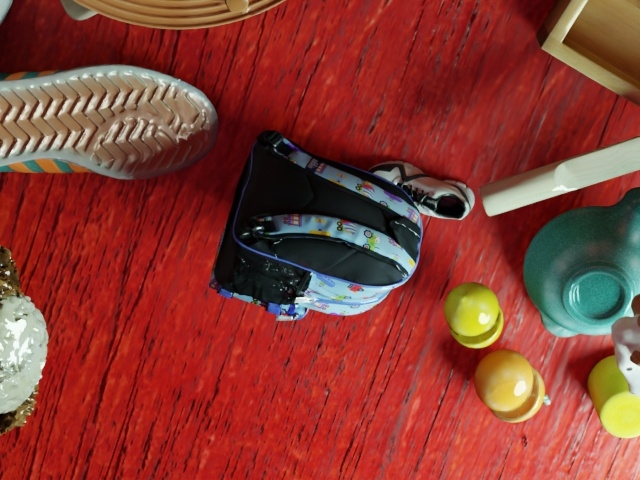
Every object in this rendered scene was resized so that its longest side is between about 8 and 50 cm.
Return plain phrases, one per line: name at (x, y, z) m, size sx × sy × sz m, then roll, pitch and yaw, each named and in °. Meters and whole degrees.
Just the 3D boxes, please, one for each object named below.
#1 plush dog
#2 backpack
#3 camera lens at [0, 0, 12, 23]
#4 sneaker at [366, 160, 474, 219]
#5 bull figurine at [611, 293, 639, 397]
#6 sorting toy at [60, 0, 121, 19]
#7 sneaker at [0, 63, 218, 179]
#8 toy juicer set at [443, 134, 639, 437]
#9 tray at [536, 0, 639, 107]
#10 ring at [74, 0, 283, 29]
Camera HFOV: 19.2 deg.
plush dog at (-0.362, 0.110, 1.764) m, size 0.225 × 0.210 × 0.262 m, roll -17°, pitch 130°, yaw -23°
backpack at (0.000, 0.000, 1.740) m, size 0.173 × 0.158 × 0.117 m, roll 17°, pitch 135°, yaw -7°
camera lens at (-0.383, -0.232, 1.620) m, size 0.219 × 0.274 × 0.219 m, roll 0°, pitch 107°, yaw 1°
sneaker at (0.093, -0.046, 1.782) m, size 0.109 × 0.044 × 0.040 m, roll 12°, pitch 109°, yaw 0°
bull figurine at (0.395, 0.030, 1.681) m, size 0.188 × 0.101 × 0.310 m, roll 29°, pitch 99°, yaw -12°
sorting toy at (-0.185, -0.330, 1.707) m, size 0.193 × 0.038 × 0.208 m, roll -25°, pitch 102°, yaw 4°
sneaker at (-0.250, -0.113, 1.749) m, size 0.302 × 0.121 × 0.108 m, roll -1°, pitch 99°, yaw -19°
toy juicer set at (0.221, 0.030, 1.778) m, size 0.209 × 0.089 × 0.329 m, roll 1°, pitch 118°, yaw 5°
tray at (0.425, -0.163, 1.723) m, size 0.411 × 0.076 × 0.203 m, roll 30°, pitch 105°, yaw -8°
ring at (-0.118, -0.322, 1.621) m, size 0.336 × 0.032 × 0.337 m, roll -3°, pitch 127°, yaw -4°
